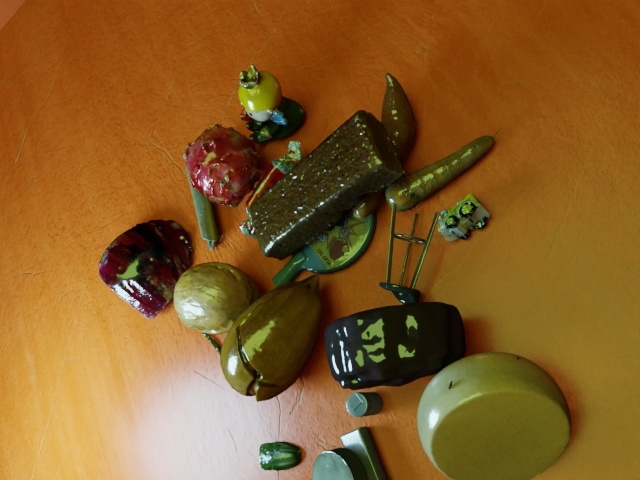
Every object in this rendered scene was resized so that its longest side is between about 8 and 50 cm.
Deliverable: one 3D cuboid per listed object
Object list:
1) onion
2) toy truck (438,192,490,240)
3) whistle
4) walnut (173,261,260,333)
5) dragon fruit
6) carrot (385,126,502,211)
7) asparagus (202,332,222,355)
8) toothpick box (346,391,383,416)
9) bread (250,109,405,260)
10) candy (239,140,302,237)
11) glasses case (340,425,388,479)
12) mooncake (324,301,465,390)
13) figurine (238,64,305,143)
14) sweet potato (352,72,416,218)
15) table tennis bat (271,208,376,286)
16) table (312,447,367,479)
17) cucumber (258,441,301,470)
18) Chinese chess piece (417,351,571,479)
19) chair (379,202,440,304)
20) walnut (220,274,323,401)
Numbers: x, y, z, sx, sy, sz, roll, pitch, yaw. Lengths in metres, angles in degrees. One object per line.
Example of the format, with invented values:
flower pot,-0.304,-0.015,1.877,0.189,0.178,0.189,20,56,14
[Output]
onion,-0.535,0.046,1.653,0.314,0.146,0.280,34,92,37
toy truck,0.303,-0.052,1.219,0.111,0.076,0.076,-36,45,21
whistle,-0.343,-0.126,1.629,0.068,0.057,0.326,118,139,-60
walnut,-0.264,0.148,1.430,0.222,0.195,0.195,5,81,32
dragon fruit,-0.270,-0.215,1.526,0.205,0.210,0.268,-55,27,13
carrot,0.281,-0.162,1.261,0.298,0.078,0.078,-32,64,16
asparagus,-0.285,0.285,1.516,0.127,0.015,0.018,43,100,31
toothpick box,0.098,0.359,1.228,0.052,0.083,0.052,-8,74,29
bread,-0.001,-0.115,1.308,0.417,0.113,0.165,-35,57,34
candy,-0.128,-0.135,1.489,0.086,0.059,0.292,34,102,-9
glasses case,0.106,0.504,1.213,0.072,0.042,0.190,-38,61,30
mooncake,0.152,0.219,1.117,0.283,0.283,0.141,-18,69,26
figurine,-0.163,-0.351,1.471,0.185,0.234,0.127,-15,75,27
sweet potato,0.162,-0.215,1.328,0.106,0.095,0.354,15,87,-12
table tennis bat,0.000,0.000,1.404,0.329,0.044,0.215,-45,61,12
table,0.042,0.525,1.222,0.134,0.043,0.133,-3,86,47
cucumber,-0.098,0.515,1.337,0.108,0.035,0.067,-16,69,25
Chinese chess piece,0.311,0.326,1.013,0.273,0.273,0.102,-38,23,18
chair,0.186,0.034,1.240,0.104,0.095,0.221,179,101,-74
walnut,-0.102,0.218,1.320,0.209,0.209,0.336,32,87,33
